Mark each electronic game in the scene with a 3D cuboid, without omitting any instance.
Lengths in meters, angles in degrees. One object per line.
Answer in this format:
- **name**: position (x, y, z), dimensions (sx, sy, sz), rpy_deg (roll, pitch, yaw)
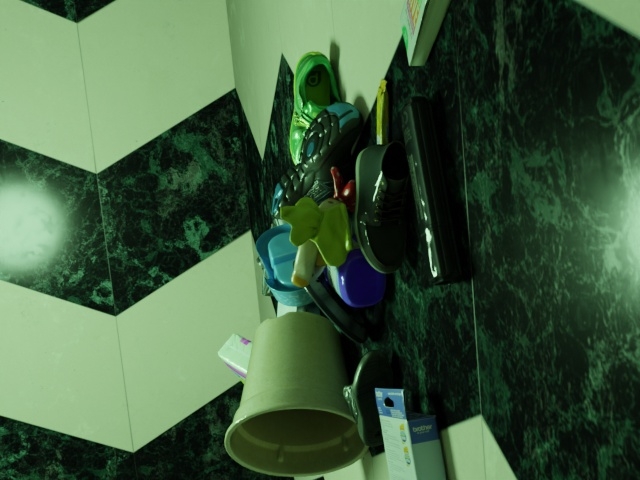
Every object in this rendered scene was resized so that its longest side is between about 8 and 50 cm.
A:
- **electronic game**: position (0.022, 0.127, 1.651), dimensions (0.229, 0.048, 0.229), rpy_deg (48, -172, -9)

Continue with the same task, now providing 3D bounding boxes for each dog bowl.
- **dog bowl**: position (-0.077, 0.067, 2.114), dimensions (0.297, 0.166, 0.074), rpy_deg (-112, 7, -51)

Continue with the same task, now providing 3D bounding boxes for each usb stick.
- **usb stick**: position (0.159, -0.070, 1.129), dimensions (0.077, 0.045, 0.277), rpy_deg (107, 154, -80)

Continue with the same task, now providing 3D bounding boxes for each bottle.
- **bottle**: position (0.055, 0.049, 1.592), dimensions (0.283, 0.092, 0.118), rpy_deg (-137, 42, -73)

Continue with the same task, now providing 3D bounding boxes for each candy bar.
- **candy bar**: position (0.110, -0.202, 1.358), dimensions (0.040, 0.018, 0.161), rpy_deg (-114, 19, -65)

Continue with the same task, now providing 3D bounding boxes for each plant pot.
- **plant pot**: position (-0.055, 0.355, 1.870), dimensions (0.333, 0.334, 0.305), rpy_deg (95, 175, -47)

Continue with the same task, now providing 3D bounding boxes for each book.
- **book**: position (0.144, -0.330, 1.091), dimensions (0.144, 0.035, 0.096), rpy_deg (102, 162, -62)

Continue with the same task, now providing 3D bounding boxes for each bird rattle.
- **bird rattle**: position (0.001, -0.024, 1.452), dimensions (0.253, 0.143, 0.206), rpy_deg (-63, -7, -64)

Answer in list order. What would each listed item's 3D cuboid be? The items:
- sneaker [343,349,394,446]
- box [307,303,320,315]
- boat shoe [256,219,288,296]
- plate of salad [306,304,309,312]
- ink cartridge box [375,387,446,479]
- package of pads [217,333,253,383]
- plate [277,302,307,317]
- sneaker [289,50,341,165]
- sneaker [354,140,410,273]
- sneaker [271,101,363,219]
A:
- **sneaker**: position (0.091, 0.297, 1.575), dimensions (0.130, 0.087, 0.227), rpy_deg (-125, 24, -54)
- **box**: position (-0.018, 0.285, 2.146), dimensions (0.145, 0.038, 0.186), rpy_deg (-100, 11, -79)
- **boat shoe**: position (-0.150, 0.065, 2.546), dimensions (0.121, 0.119, 0.335), rpy_deg (-112, 19, -53)
- **plate of salad**: position (-0.047, 0.273, 2.346), dimensions (0.200, 0.048, 0.199), rpy_deg (173, 90, -79)
- **ink cartridge box**: position (0.165, 0.408, 1.343), dimensions (0.186, 0.065, 0.310), rpy_deg (134, 126, -76)
- **package of pads**: position (-0.136, 0.412, 2.259), dimensions (0.297, 0.101, 0.229), rpy_deg (22, 154, 41)
- **plate**: position (-0.081, 0.177, 2.279), dimensions (0.278, 0.045, 0.277), rpy_deg (112, 163, -47)
- **sneaker**: position (-0.012, -0.263, 1.694), dimensions (0.123, 0.110, 0.295), rpy_deg (-132, 37, -77)
- **sneaker**: position (0.109, -0.054, 1.292), dimensions (0.118, 0.083, 0.221), rpy_deg (174, 87, -75)
- **sneaker**: position (0.018, -0.154, 1.622), dimensions (0.341, 0.140, 0.125), rpy_deg (127, 153, -47)
